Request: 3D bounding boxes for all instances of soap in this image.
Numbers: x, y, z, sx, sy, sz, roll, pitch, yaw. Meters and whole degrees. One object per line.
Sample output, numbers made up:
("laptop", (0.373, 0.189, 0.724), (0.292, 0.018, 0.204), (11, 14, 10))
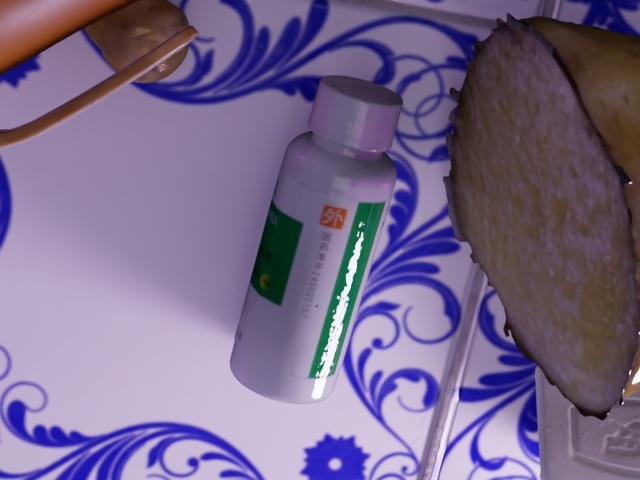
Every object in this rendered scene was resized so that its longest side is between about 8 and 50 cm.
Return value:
("soap", (0.277, 0.151, 1.412), (0.183, 0.064, 0.121), (2, 115, 20))

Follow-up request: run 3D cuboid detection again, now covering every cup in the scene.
("cup", (-0.200, -0.196, 1.202), (0.264, 0.182, 0.226), (-21, 96, -3))

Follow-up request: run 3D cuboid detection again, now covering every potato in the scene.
("potato", (-0.142, -0.161, 1.288), (0.083, 0.062, 0.068), (37, 86, 5))
("potato", (0.261, -0.038, 1.288), (0.237, 0.301, 0.289), (-14, 148, -20))

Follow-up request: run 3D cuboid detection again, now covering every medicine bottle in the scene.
("medicine bottle", (0.000, 0.000, 1.342), (0.095, 0.095, 0.260), (14, 111, -10))
